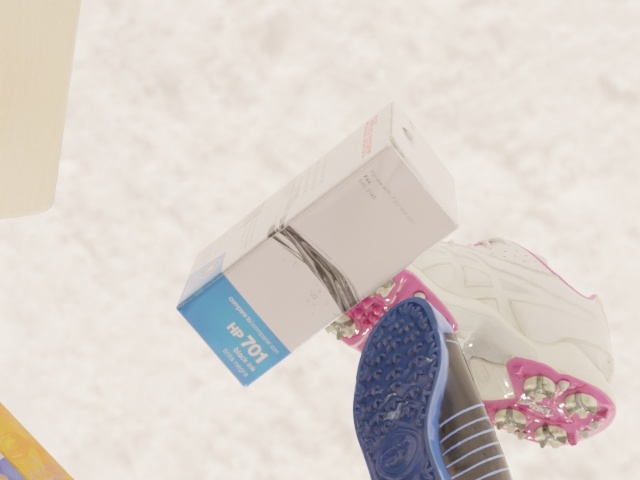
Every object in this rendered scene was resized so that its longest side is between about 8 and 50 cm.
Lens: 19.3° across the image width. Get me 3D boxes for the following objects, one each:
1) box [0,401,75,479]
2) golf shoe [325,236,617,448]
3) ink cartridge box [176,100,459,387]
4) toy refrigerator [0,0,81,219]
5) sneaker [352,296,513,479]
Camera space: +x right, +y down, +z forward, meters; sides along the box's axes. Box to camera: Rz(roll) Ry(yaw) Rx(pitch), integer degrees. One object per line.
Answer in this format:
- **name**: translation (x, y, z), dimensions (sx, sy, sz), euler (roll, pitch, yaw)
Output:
- **box**: translation (-0.192, 0.125, 1.047), dimensions (0.136, 0.028, 0.081), euler (40, 128, 23)
- **golf shoe**: translation (0.108, 0.047, 1.513), dimensions (0.306, 0.140, 0.115), euler (32, 139, -17)
- **ink cartridge box**: translation (0.000, 0.000, 1.329), dimensions (0.190, 0.139, 0.082), euler (-36, 101, 12)
- **toy refrigerator**: translation (-0.164, -0.148, 0.808), dimensions (0.094, 0.102, 0.270), euler (22, 110, 36)
- **sneaker**: translation (0.082, 0.147, 1.239), dimensions (0.081, 0.090, 0.232), euler (-30, 43, 28)
